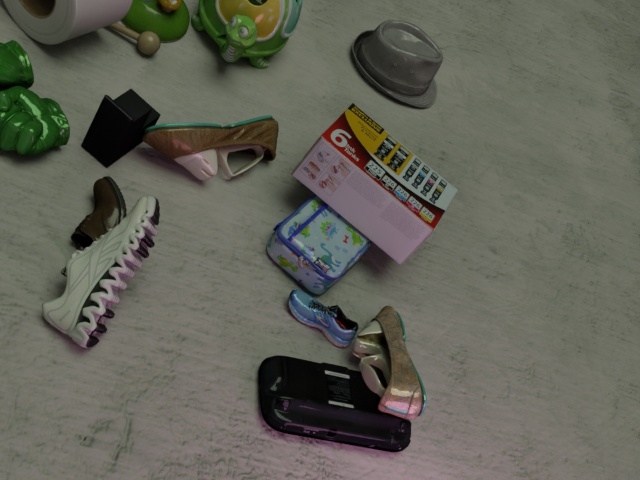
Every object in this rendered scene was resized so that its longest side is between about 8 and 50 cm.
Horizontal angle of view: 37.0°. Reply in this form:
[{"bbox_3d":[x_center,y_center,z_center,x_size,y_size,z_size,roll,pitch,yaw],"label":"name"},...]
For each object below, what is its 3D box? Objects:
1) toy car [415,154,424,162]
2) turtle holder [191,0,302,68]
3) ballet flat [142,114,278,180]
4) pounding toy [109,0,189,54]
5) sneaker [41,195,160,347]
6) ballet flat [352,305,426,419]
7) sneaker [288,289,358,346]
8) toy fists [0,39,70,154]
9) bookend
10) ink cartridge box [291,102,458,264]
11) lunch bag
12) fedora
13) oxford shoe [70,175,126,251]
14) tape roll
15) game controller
[{"bbox_3d":[0.153,-0.170,2.288,0.225,0.053,0.239,32,45,-8],"label":"toy car"},{"bbox_3d":[-0.173,-0.561,2.257,0.243,0.227,0.320,48,45,7],"label":"turtle holder"},{"bbox_3d":[-0.218,-0.193,2.034,0.342,0.116,0.124,-12,91,-47],"label":"ballet flat"},{"bbox_3d":[-0.383,-0.547,2.191,0.183,0.110,0.237,36,44,-4],"label":"pounding toy"},{"bbox_3d":[-0.381,0.038,1.681,0.118,0.110,0.292,27,75,6],"label":"sneaker"},{"bbox_3d":[0.123,0.226,1.884,0.106,0.107,0.316,6,28,-14],"label":"ballet flat"},{"bbox_3d":[0.010,0.144,1.936,0.162,0.073,0.063,34,45,-7],"label":"sneaker"},{"bbox_3d":[-0.605,-0.281,1.850,0.142,0.096,0.279,-22,72,-41],"label":"toy fists"},{"bbox_3d":[-0.384,-0.249,1.925,0.072,0.157,0.156,42,45,1],"label":"bookend"},{"bbox_3d":[0.133,-0.142,2.104,0.309,0.130,0.272,39,36,-2],"label":"ink cartridge box"},{"bbox_3d":[0.000,0.000,2.034,0.176,0.090,0.219,42,43,6],"label":"lunch bag"},{"bbox_3d":[0.225,-0.487,2.534,0.275,0.124,0.243,26,47,-14],"label":"fedora"},{"bbox_3d":[-0.415,-0.029,1.787,0.096,0.083,0.227,8,53,-26],"label":"oxford shoe"},{"bbox_3d":[-0.535,-0.549,1.999,0.246,0.246,0.169,47,46,7],"label":"tape roll"},{"bbox_3d":[0.031,0.312,1.840,0.319,0.067,0.166,16,35,-24],"label":"game controller"}]
